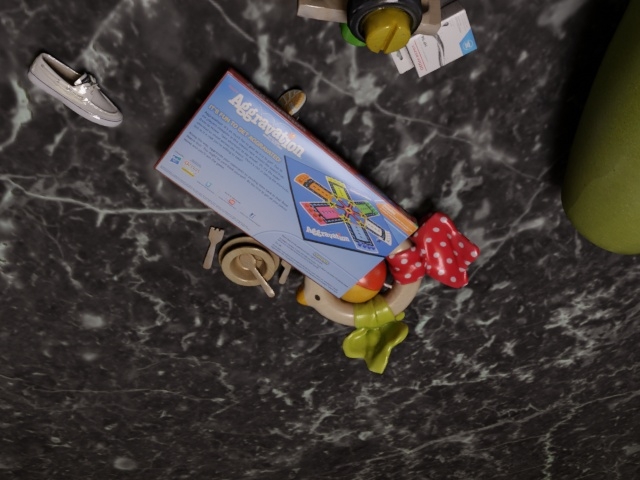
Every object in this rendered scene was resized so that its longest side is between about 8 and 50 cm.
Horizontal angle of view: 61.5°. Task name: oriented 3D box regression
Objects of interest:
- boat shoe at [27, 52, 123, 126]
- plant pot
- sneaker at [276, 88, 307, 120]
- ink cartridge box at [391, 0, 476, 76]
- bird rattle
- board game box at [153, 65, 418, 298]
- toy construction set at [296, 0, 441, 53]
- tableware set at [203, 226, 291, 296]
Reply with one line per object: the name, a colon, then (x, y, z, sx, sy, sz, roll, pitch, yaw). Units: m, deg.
boat shoe: (-0.251, -0.158, 0.563, 0.100, 0.035, 0.035, 33, 123, -25)
plant pot: (0.396, -0.115, 0.574, 0.274, 0.275, 0.293, -1, 149, -8)
sneaker: (-0.038, -0.138, 0.621, 0.037, 0.032, 0.083, 13, 134, -42)
ink cartridge box: (0.117, -0.210, 0.573, 0.083, 0.028, 0.048, -25, 131, 15)
bird rattle: (0.083, 0.056, 0.747, 0.207, 0.143, 0.253, 21, 125, -19)
board game box: (-0.035, -0.054, 0.630, 0.281, 0.027, 0.145, 37, 116, -20)
toy construction set: (0.089, -0.288, 0.408, 0.309, 0.257, 0.237, -24, 163, -17)
tableware set: (-0.084, -0.003, 0.722, 0.128, 0.039, 0.194, 12, 130, -12)
